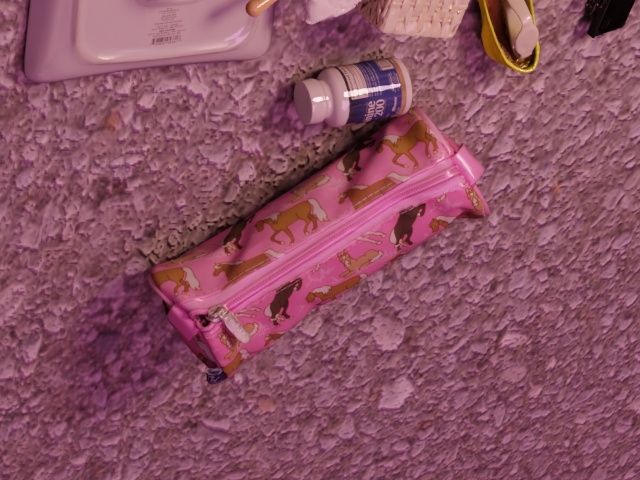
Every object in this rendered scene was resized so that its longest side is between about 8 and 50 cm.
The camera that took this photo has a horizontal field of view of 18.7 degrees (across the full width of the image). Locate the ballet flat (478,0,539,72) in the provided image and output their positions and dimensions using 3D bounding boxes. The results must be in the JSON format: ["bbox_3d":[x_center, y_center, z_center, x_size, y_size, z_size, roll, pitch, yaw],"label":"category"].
[{"bbox_3d":[0.206,-0.276,2.141,0.077,0.077,0.231,-25,136,-8],"label":"ballet flat"}]

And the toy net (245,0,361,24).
[{"bbox_3d":[-0.051,-0.281,1.941,0.232,0.045,0.122,3,123,-36],"label":"toy net"}]

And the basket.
[{"bbox_3d":[0.104,-0.303,2.034,0.113,0.103,0.167,0,126,-33],"label":"basket"}]

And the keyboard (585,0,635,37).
[{"bbox_3d":[0.346,-0.324,2.228,0.100,0.038,0.192,-22,140,-48],"label":"keyboard"}]

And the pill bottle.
[{"bbox_3d":[0.035,-0.161,2.145,0.120,0.067,0.067,-12,133,-23],"label":"pill bottle"}]

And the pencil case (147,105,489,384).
[{"bbox_3d":[0.000,0.000,2.193,0.386,0.167,0.160,-32,138,-3],"label":"pencil case"}]

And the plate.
[{"bbox_3d":[-0.151,-0.277,1.945,0.277,0.045,0.278,-9,132,-26],"label":"plate"}]
